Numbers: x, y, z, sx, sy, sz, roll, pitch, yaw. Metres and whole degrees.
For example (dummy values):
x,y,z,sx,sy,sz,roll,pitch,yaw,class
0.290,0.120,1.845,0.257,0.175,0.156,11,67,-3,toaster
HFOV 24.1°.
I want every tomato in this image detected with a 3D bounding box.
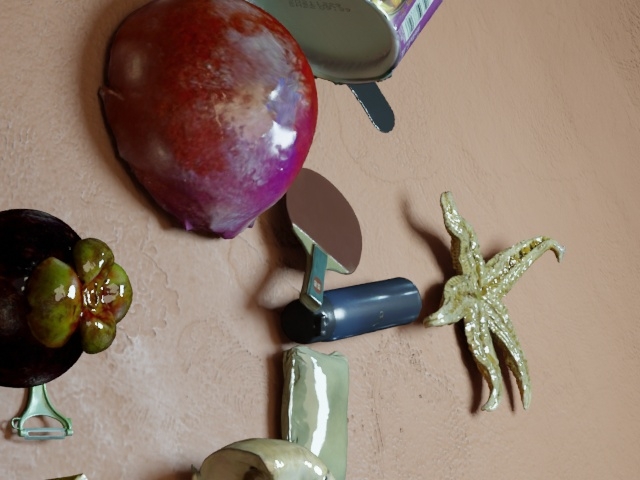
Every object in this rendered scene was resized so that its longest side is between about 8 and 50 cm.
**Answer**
x,y,z,sx,sy,sz,roll,pitch,yaw,class
-0.126,-0.181,1.962,0.289,0.176,0.335,30,56,-34,tomato

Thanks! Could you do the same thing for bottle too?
x,y,z,sx,sy,sz,roll,pitch,yaw,class
0.042,0.099,2.117,0.244,0.082,0.072,-9,106,-51,bottle

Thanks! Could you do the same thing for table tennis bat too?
x,y,z,sx,sy,sz,roll,pitch,yaw,class
0.000,0.000,2.094,0.154,0.021,0.274,41,32,-23,table tennis bat

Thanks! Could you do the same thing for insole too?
x,y,z,sx,sy,sz,roll,pitch,yaw,class
0.049,-0.262,2.314,0.232,0.003,0.080,53,44,-21,insole

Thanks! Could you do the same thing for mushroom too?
x,y,z,sx,sy,sz,roll,pitch,yaw,class
-0.035,0.361,1.842,0.189,0.195,0.254,-7,84,-53,mushroom

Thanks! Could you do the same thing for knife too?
x,y,z,sx,sy,sz,roll,pitch,yaw,class
-0.326,0.147,1.728,0.078,0.022,0.166,7,70,-43,knife

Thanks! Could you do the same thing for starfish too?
x,y,z,sx,sy,sz,roll,pitch,yaw,class
0.264,0.087,2.350,0.327,0.094,0.375,-49,119,-34,starfish

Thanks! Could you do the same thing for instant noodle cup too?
x,y,z,sx,sy,sz,roll,pitch,yaw,class
0.040,-0.397,2.144,0.340,0.339,0.266,42,60,-30,instant noodle cup

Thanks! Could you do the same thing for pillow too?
x,y,z,sx,sy,sz,roll,pitch,yaw,class
-0.006,0.240,2.025,0.119,0.053,0.208,18,66,-41,pillow

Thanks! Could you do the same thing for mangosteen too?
x,y,z,sx,sy,sz,roll,pitch,yaw,class
-0.320,0.063,1.633,0.210,0.210,0.210,20,61,-42,mangosteen

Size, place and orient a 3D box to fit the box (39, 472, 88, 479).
x,y,z,sx,sy,sz,roll,pitch,yaw,class
-0.309,0.393,1.596,0.168,0.097,0.265,56,42,-17,box
